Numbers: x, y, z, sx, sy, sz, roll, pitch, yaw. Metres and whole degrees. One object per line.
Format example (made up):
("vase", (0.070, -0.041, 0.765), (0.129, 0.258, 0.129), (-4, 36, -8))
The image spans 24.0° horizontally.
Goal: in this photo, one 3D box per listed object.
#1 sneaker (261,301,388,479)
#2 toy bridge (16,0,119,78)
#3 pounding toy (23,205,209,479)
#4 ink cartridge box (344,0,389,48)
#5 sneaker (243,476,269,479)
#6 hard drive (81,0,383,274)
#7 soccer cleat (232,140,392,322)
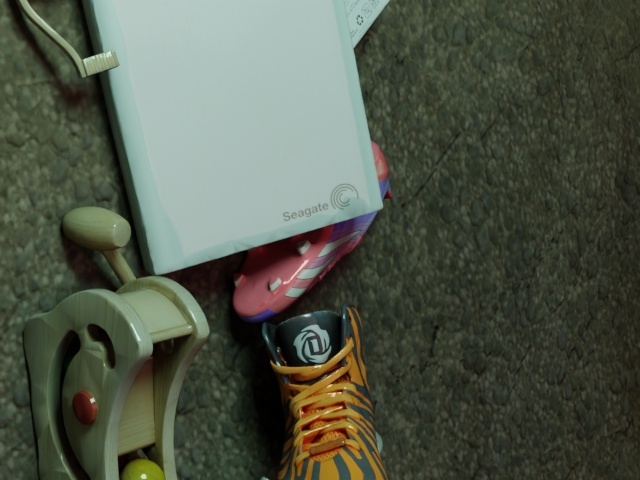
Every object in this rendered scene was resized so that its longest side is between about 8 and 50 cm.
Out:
("sneaker", (-0.006, 0.163, 1.379), (0.321, 0.124, 0.180), (-104, -178, -76))
("toy bridge", (-0.228, -0.224, 1.257), (0.063, 0.026, 0.188), (-21, 100, -16))
("pounding toy", (-0.145, 0.104, 1.279), (0.155, 0.154, 0.269), (-13, 101, -47))
("ink cartridge box", (-0.038, -0.253, 1.467), (0.206, 0.045, 0.208), (-55, 126, -31))
("sneaker", (-0.136, 0.289, 1.351), (0.297, 0.111, 0.129), (-3, 82, -54))
("hard drive", (-0.084, -0.168, 1.356), (0.233, 0.047, 0.353), (-17, 105, -20))
("soccer cleat", (0.000, 0.000, 1.495), (0.248, 0.083, 0.095), (-58, 134, -33))
